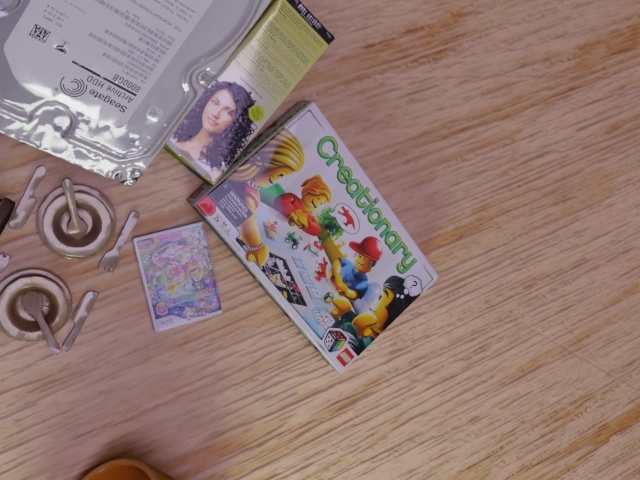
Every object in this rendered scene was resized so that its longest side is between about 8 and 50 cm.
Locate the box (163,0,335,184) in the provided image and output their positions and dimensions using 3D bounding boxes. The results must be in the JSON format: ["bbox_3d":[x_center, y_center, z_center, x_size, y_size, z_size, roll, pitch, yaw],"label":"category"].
[{"bbox_3d":[-0.090,-0.182,0.839,0.087,0.058,0.232,40,82,-24],"label":"box"}]

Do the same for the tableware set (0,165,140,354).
[{"bbox_3d":[-0.298,0.029,0.798,0.128,0.039,0.194,28,88,-25],"label":"tableware set"}]

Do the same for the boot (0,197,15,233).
[{"bbox_3d":[-0.439,0.056,0.712,0.115,0.112,0.305,43,84,-13],"label":"boot"}]

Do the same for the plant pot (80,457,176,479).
[{"bbox_3d":[-0.196,0.388,0.837,0.205,0.205,0.188,-53,130,-6],"label":"plant pot"}]

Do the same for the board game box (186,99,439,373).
[{"bbox_3d":[0.000,0.000,0.915,0.193,0.053,0.305,-43,113,-11],"label":"board game box"}]

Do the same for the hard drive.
[{"bbox_3d":[-0.193,-0.226,0.672,0.237,0.064,0.339,26,117,-38],"label":"hard drive"}]

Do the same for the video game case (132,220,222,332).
[{"bbox_3d":[-0.174,0.044,0.870,0.087,0.011,0.122,-15,106,-21],"label":"video game case"}]
